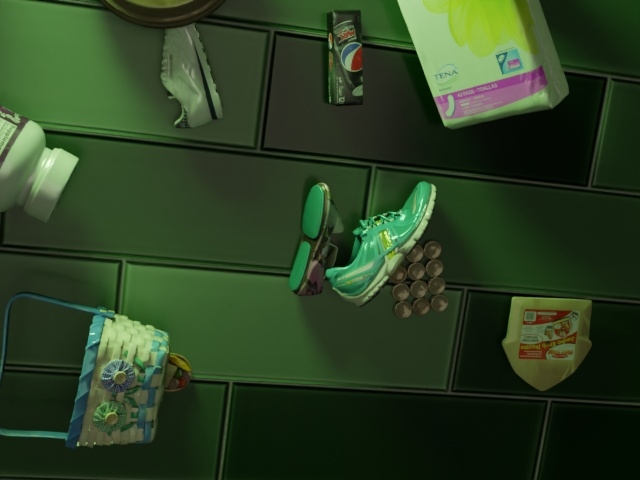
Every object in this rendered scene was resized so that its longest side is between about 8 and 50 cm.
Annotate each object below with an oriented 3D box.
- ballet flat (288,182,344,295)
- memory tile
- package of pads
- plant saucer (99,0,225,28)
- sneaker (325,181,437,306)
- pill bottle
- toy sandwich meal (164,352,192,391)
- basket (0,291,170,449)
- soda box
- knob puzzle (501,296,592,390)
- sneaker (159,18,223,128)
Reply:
[{"bbox_3d":[0.000,0.000,1.682,0.079,0.077,0.221,5,106,-30],"label":"ballet flat"},{"bbox_3d":[0.189,0.077,1.758,0.113,0.012,0.148,-11,104,-9],"label":"memory tile"},{"bbox_3d":[0.277,-0.356,1.582,0.101,0.229,0.296,-37,111,-42],"label":"package of pads"},{"bbox_3d":[-0.264,-0.491,1.495,0.278,0.041,0.278,0,85,-2],"label":"plant saucer"},{"bbox_3d":[0.119,-0.006,1.674,0.110,0.107,0.275,39,82,-3],"label":"sneaker"},{"bbox_3d":[-0.564,-0.149,1.486,0.301,0.169,0.169,27,95,-15],"label":"pill bottle"},{"bbox_3d":[-0.283,0.250,1.694,0.086,0.029,0.085,-2,102,-10],"label":"toy sandwich meal"},{"bbox_3d":[-0.416,0.230,1.576,0.289,0.201,0.254,9,99,-6],"label":"basket"},{"bbox_3d":[0.044,-0.329,1.621,0.053,0.060,0.169,-5,102,-11],"label":"soda box"},{"bbox_3d":[0.456,0.209,1.828,0.213,0.030,0.213,-2,102,-11],"label":"knob puzzle"},{"bbox_3d":[-0.240,-0.311,1.561,0.095,0.090,0.235,-15,103,2],"label":"sneaker"}]
